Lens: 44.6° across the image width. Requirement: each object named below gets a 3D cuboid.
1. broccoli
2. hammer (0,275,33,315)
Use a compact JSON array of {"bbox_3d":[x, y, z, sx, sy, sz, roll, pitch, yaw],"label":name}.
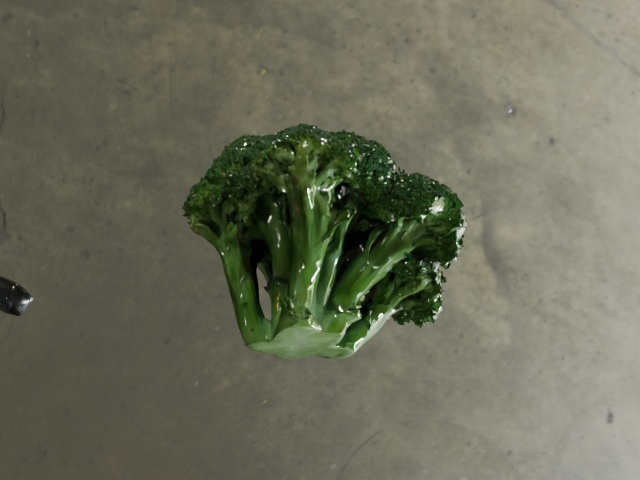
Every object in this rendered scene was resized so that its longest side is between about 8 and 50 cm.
[{"bbox_3d":[0.000,0.000,0.827,0.295,0.265,0.245,5,68,-6],"label":"broccoli"},{"bbox_3d":[-0.521,0.069,1.144,0.037,0.290,0.137,-4,102,-53],"label":"hammer"}]
